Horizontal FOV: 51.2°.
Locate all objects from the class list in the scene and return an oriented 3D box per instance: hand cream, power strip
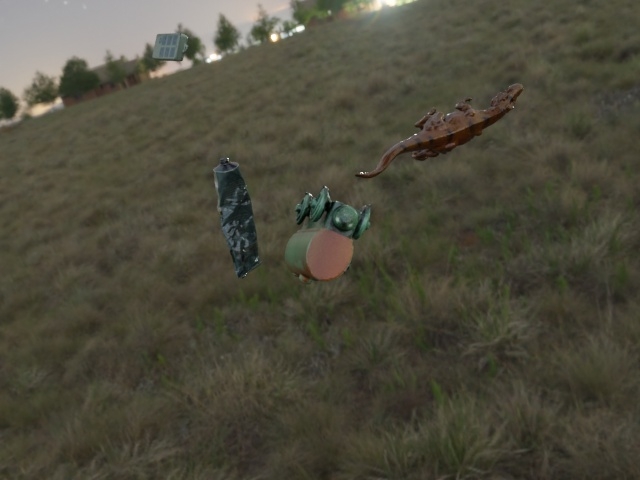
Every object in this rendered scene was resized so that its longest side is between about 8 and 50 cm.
[{"bbox_3d":[-0.165,-0.047,1.347,0.075,0.248,0.052,-24,22,-31],"label":"hand cream"},{"bbox_3d":[-0.229,-0.293,1.016,0.016,0.040,0.090,9,7,-41],"label":"power strip"}]

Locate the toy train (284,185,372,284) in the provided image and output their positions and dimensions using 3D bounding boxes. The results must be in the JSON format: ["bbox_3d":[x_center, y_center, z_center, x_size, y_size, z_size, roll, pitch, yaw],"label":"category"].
[{"bbox_3d":[0.000,0.000,1.266,0.116,0.177,0.285,23,-5,-12],"label":"toy train"}]

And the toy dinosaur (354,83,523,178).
[{"bbox_3d":[0.246,-0.222,1.475,0.432,0.097,0.208,-32,11,-9],"label":"toy dinosaur"}]
